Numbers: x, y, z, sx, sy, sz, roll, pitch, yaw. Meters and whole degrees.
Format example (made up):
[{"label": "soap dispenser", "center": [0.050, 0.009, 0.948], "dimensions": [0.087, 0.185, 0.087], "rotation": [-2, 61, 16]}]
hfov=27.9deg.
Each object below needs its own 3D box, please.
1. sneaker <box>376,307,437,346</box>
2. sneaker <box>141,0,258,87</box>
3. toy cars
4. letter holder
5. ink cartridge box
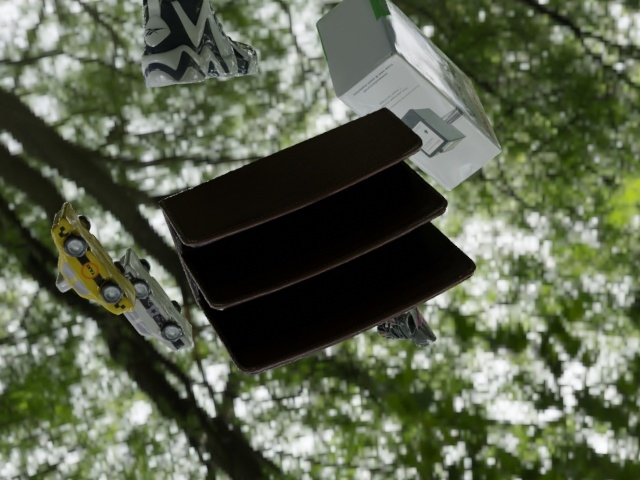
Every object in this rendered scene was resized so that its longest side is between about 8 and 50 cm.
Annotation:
[{"label": "sneaker", "center": [0.131, 0.138, 2.091], "dimensions": [0.077, 0.072, 0.178], "rotation": [-34, -165, 0]}, {"label": "sneaker", "center": [-0.160, -0.285, 1.683], "dimensions": [0.094, 0.153, 0.235], "rotation": [0, -169, 32]}, {"label": "toy cars", "center": [-0.334, 0.078, 2.085], "dimensions": [0.087, 0.394, 0.176], "rotation": [-32, -119, 7]}, {"label": "letter holder", "center": [0.000, 0.000, 1.485], "dimensions": [0.302, 0.152, 0.214], "rotation": [-23, -148, -11]}, {"label": "ink cartridge box", "center": [0.133, -0.231, 1.946], "dimensions": [0.115, 0.273, 0.198], "rotation": [-37, -140, 21]}]
